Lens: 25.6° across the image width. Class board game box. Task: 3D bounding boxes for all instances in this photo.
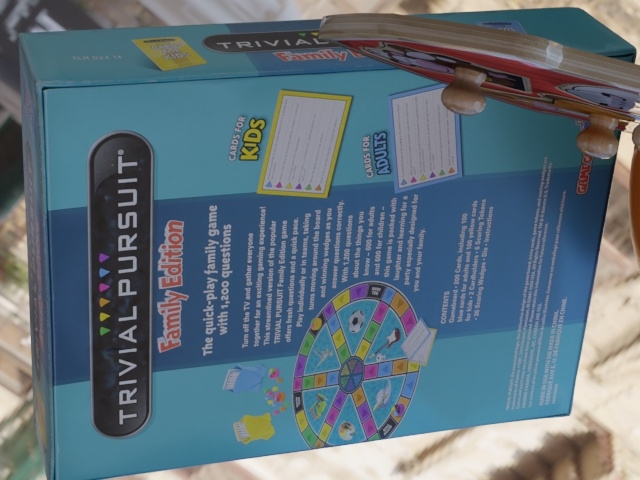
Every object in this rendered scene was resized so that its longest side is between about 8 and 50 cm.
[{"bbox_3d":[0.000,0.000,0.828,0.079,0.336,0.254,-122,-148,-56],"label":"board game box"}]

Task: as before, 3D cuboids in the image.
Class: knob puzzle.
[{"bbox_3d":[0.090,-0.062,0.614,0.213,0.213,0.030,21,-84,67],"label":"knob puzzle"}]

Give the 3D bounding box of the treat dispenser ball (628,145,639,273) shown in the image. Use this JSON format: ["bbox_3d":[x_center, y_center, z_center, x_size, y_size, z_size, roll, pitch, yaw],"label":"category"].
[{"bbox_3d":[0.314,-0.022,0.768,0.288,0.288,0.288,-42,-156,24],"label":"treat dispenser ball"}]
